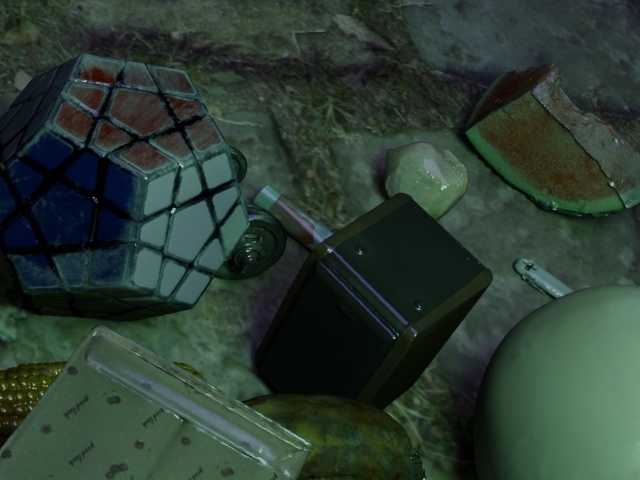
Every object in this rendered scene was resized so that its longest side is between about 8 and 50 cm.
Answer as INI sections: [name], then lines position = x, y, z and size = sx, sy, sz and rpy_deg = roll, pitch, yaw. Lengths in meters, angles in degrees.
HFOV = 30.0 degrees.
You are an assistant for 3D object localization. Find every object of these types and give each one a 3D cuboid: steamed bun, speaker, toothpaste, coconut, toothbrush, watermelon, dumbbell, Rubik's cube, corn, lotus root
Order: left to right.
[corn]
position = -0.263, 0.174, 1.250
size = 0.313, 0.102, 0.102
rpy_deg = -4, 53, -34
[Rubik's cube]
position = -0.238, -0.054, 1.348
size = 0.319, 0.319, 0.264
rpy_deg = 32, 17, 3
[dumbbell]
position = -0.119, -0.054, 1.538
size = 0.110, 0.110, 0.254
rpy_deg = 3, 42, -25
[lotus root]
position = -0.011, 0.243, 1.259
size = 0.275, 0.160, 0.152
rpy_deg = 13, 34, -36
[toothpaste]
position = 0.000, 0.000, 1.594
size = 0.205, 0.036, 0.056
rpy_deg = 38, 45, 3
[speaker]
position = 0.056, 0.093, 1.391
size = 0.153, 0.231, 0.193
rpy_deg = 44, 45, 15
[coconut]
position = 0.144, -0.090, 1.700
size = 0.124, 0.110, 0.110
rpy_deg = 45, 45, 7
[watermelon]
position = 0.353, -0.144, 1.794
size = 0.318, 0.226, 0.148
rpy_deg = 39, 70, 26
[steamed bun]
position = 0.333, 0.229, 1.343
size = 0.334, 0.334, 0.373
rpy_deg = 11, 47, -19
[toothbrush]
position = 0.445, 0.155, 1.687
size = 0.418, 0.040, 0.042
rpy_deg = 36, 45, 13

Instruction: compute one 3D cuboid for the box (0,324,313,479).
[box]
position = -0.184, 0.265, 1.057
size = 0.225, 0.297, 0.190
rpy_deg = 30, 43, 0
